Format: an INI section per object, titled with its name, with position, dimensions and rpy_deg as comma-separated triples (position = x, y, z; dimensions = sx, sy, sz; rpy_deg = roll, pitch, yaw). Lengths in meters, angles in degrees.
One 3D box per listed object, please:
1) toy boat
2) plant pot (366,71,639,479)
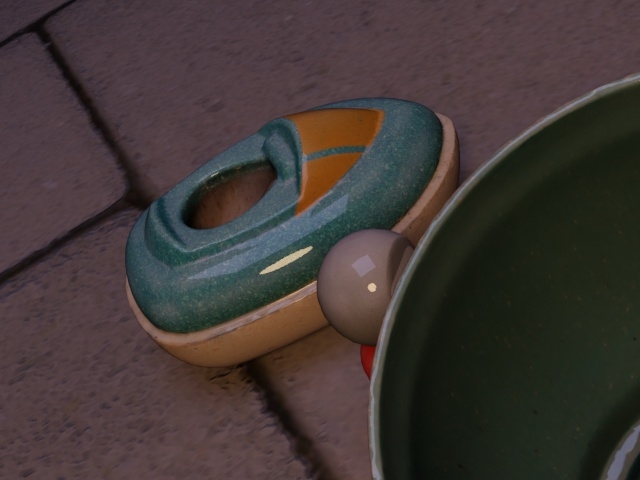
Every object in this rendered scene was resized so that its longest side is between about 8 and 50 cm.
[toy boat]
position = 0.000, 0.000, 0.843
dimensions = 0.267, 0.148, 0.318
rpy_deg = -33, 35, -6
[plant pot]
position = 0.185, 0.095, 0.525
dimensions = 0.293, 0.196, 0.293
rpy_deg = -9, 59, 15
